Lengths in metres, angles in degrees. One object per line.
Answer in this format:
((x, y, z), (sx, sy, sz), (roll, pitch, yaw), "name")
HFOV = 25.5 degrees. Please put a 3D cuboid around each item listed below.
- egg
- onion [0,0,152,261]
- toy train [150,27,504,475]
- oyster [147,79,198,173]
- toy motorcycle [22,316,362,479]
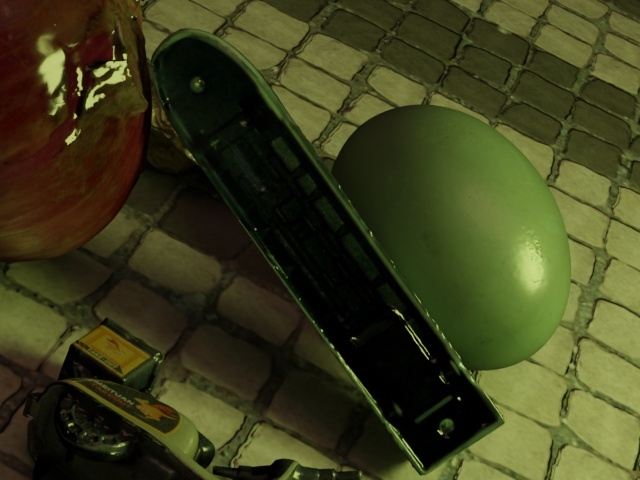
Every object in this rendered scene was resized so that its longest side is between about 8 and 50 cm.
((0.114, -0.005, 1.293), (0.203, 0.203, 0.282), (-5, 47, -36), "egg")
((-0.272, -0.146, 1.149), (0.354, 0.353, 0.353), (17, 36, -13), "onion")
((0.000, 0.000, 1.158), (0.407, 0.086, 0.088), (55, 5, -6), "toy train")
((-0.128, -0.100, 1.396), (0.163, 0.081, 0.191), (26, 10, -44), "oyster")
((-0.097, 0.170, 1.034), (0.263, 0.091, 0.157), (31, 31, 12), "toy motorcycle")
